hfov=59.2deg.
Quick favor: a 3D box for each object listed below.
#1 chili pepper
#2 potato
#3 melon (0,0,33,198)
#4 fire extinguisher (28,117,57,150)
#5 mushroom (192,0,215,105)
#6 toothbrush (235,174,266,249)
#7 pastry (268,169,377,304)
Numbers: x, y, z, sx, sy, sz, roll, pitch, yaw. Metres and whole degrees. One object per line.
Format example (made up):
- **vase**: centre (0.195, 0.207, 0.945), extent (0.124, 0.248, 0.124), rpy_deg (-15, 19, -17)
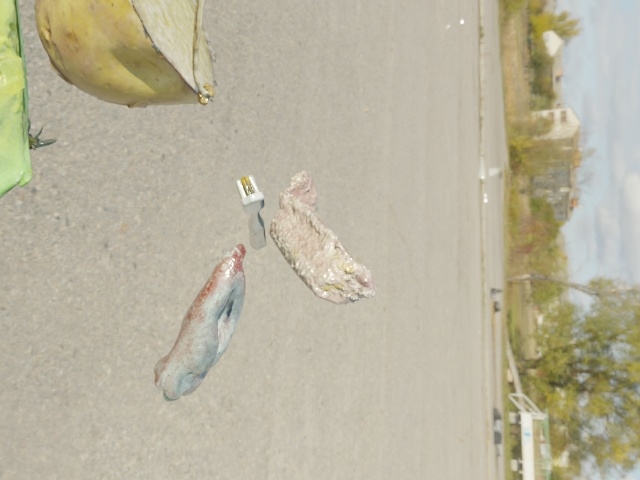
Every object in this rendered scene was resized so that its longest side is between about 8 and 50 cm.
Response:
- **chili pepper**: centre (-0.090, 0.073, 0.437), extent (0.153, 0.041, 0.050), rpy_deg (-56, -176, 17)
- **potato**: centre (-0.350, -0.343, 0.958), extent (0.301, 0.237, 0.289), rpy_deg (43, 31, -61)
- **melon**: centre (-0.260, -0.183, 0.328), extent (0.196, 0.124, 0.324), rpy_deg (-24, 118, -45)
- **fire extinguisher**: centre (-0.772, -0.312, 1.310), extent (0.311, 0.114, 0.095), rpy_deg (52, 1, -43)
- **mushroom**: centre (-0.143, -0.298, 0.694), extent (0.028, 0.025, 0.286), rpy_deg (-55, 160, -48)
- **toothbrush**: centre (-0.080, -0.021, 0.687), extent (0.342, 0.025, 0.030), rpy_deg (116, -48, -80)
- **pastry**: centre (-0.012, 0.006, 0.876), extent (0.103, 0.112, 0.265), rpy_deg (51, 7, -43)
